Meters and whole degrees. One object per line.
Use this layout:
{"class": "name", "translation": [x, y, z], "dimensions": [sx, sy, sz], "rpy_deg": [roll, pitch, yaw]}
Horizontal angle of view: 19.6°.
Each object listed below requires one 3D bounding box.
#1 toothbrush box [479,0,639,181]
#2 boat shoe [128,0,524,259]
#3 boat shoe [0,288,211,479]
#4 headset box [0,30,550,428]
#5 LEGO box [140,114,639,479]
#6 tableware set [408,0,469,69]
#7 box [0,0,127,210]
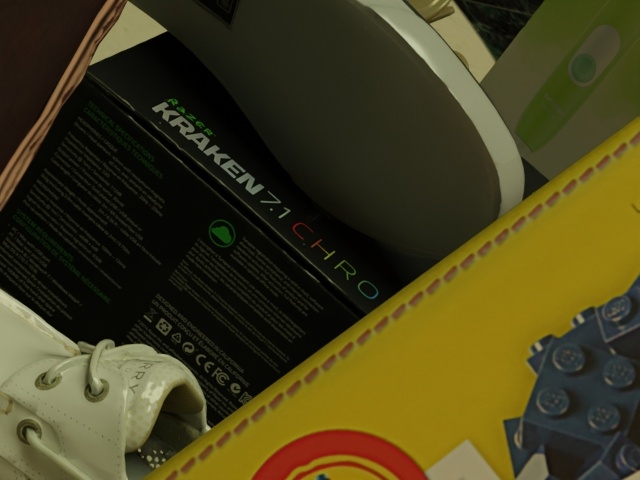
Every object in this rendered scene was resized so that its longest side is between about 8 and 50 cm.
{"class": "toothbrush box", "translation": [0.212, -0.057, 1.155], "dimensions": [0.122, 0.283, 0.206], "rpy_deg": [-7, 52, -51]}
{"class": "boat shoe", "translation": [-0.007, -0.114, 0.895], "dimensions": [0.306, 0.113, 0.105], "rpy_deg": [38, 42, 22]}
{"class": "boat shoe", "translation": [-0.088, 0.085, 0.805], "dimensions": [0.277, 0.096, 0.098], "rpy_deg": [41, 29, 5]}
{"class": "headset box", "translation": [0.000, 0.000, 0.992], "dimensions": [0.246, 0.131, 0.283], "rpy_deg": [42, 29, 7]}
{"class": "LEGO box", "translation": [0.115, 0.185, 0.440], "dimensions": [0.372, 0.500, 0.193], "rpy_deg": [52, -6, 15]}
{"class": "tableware set", "translation": [0.029, -0.119, 1.213], "dimensions": [0.168, 0.141, 0.020], "rpy_deg": [-96, 165, -48]}
{"class": "box", "translation": [-0.332, -0.089, 0.393], "dimensions": [0.297, 0.471, 0.480], "rpy_deg": [-7, 51, -53]}
